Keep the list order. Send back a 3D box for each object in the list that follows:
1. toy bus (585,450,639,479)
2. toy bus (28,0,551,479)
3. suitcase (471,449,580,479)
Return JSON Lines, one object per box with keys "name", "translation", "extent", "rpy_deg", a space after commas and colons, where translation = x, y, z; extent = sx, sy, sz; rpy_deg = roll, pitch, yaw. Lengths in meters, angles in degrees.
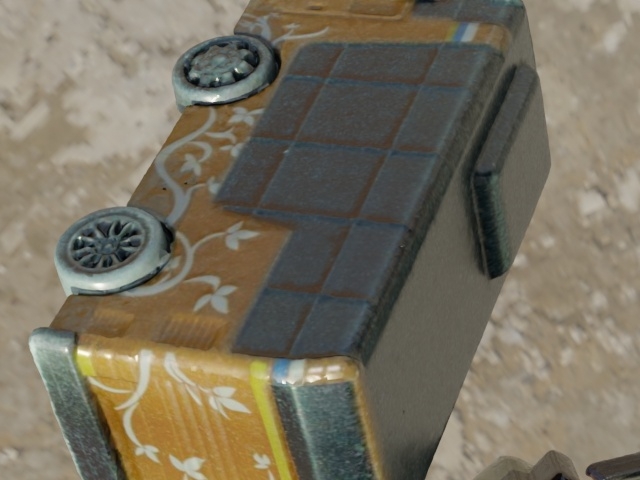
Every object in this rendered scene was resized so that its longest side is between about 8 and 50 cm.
{"name": "toy bus", "translation": [0.280, 0.319, 1.404], "extent": [0.143, 0.305, 0.179], "rpy_deg": [-9, 30, -23]}
{"name": "toy bus", "translation": [0.000, 0.000, 0.866], "extent": [0.167, 0.138, 0.275], "rpy_deg": [6, 44, 21]}
{"name": "suitcase", "translation": [0.078, 0.298, 0.839], "extent": [0.194, 0.351, 0.339], "rpy_deg": [32, 99, -7]}
